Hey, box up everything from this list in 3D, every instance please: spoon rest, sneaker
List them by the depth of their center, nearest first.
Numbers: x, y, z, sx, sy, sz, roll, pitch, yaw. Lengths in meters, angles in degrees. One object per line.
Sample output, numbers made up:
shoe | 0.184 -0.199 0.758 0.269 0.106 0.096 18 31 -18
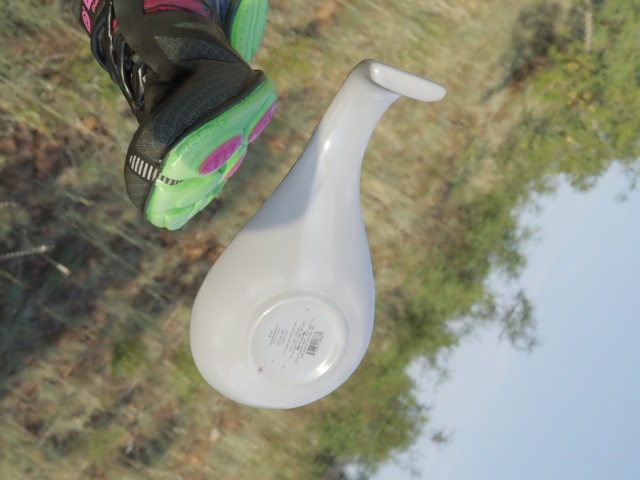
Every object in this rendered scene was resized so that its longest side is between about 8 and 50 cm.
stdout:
spoon rest | 0.000 0.000 0.755 0.276 0.137 0.084 -66 -159 18
sneaker | -0.164 -0.180 1.073 0.185 0.202 0.483 -52 -156 24
